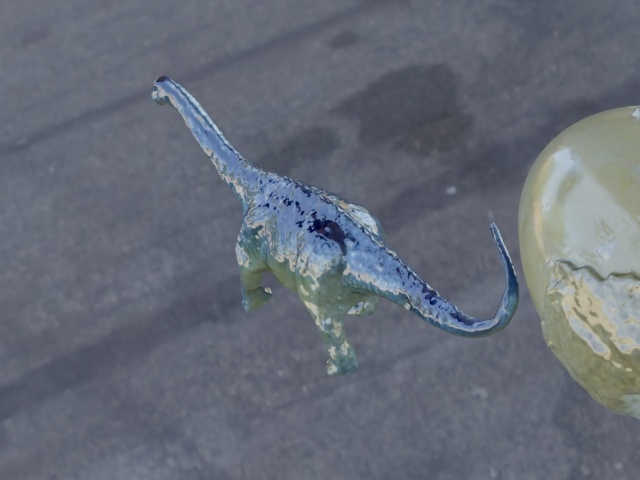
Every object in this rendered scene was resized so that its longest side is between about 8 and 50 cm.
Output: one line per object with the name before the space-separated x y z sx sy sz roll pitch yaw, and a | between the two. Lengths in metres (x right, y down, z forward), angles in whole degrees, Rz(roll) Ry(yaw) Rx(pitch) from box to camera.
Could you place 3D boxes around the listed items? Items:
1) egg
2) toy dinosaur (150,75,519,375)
egg | 0.189 0.015 0.775 0.164 0.164 0.201 -30 58 -16
toy dinosaur | -0.001 0.007 0.988 0.076 0.147 0.363 -31 42 -25
